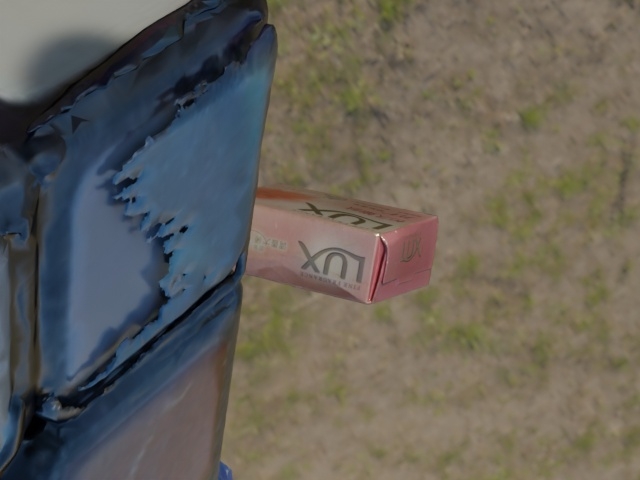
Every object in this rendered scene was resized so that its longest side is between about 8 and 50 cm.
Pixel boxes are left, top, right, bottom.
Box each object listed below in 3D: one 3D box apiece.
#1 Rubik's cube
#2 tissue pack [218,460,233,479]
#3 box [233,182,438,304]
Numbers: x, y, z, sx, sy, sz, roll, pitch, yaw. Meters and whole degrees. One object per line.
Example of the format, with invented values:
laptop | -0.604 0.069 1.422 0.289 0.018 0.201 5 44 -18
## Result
Rubik's cube | -0.257 0.059 0.520 0.363 0.362 0.359 -43 156 -40
tissue pack | -0.148 0.258 1.004 0.198 0.263 0.146 -38 123 17
box | 0.000 0.000 1.179 0.111 0.156 0.060 -16 115 -62
